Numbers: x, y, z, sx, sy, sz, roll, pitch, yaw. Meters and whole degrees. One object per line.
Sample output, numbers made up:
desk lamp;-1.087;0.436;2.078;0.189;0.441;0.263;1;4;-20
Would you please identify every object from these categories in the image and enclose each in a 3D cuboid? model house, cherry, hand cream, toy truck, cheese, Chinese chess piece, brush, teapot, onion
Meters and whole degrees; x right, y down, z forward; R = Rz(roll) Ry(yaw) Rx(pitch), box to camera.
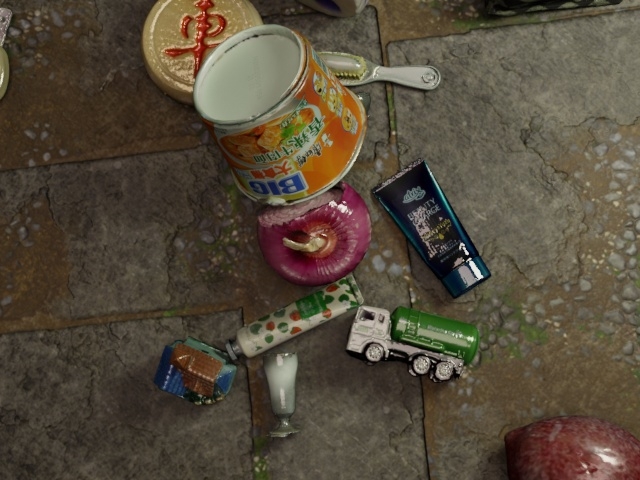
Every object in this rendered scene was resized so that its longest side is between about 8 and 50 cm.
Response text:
model house;-0.244;0.249;1.669;0.148;0.148;0.119;23;87;8
cherry;0.461;0.423;1.585;0.300;0.203;0.230;26;88;20
hand cream;-0.051;0.151;1.708;0.276;0.095;0.059;-27;127;1
toy truck;0.172;0.190;1.676;0.243;0.101;0.125;13;80;2
cheese;-0.666;-0.380;1.816;0.097;0.037;0.192;16;86;4
hand cream;0.219;-0.021;1.723;0.120;0.061;0.270;-33;75;5
Chinese chess piece;-0.230;-0.386;1.761;0.251;0.097;0.250;0;85;4
brush;0.089;-0.337;1.755;0.297;0.060;0.068;5;82;4
teapot;0.059;-0.258;1.753;0.088;0.066;0.057;-6;101;25
onion;-0.004;-0.004;1.673;0.207;0.200;0.200;-41;83;-22

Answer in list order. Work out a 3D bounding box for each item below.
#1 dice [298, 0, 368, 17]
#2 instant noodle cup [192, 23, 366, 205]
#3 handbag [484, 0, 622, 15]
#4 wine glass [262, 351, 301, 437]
dice;0.015;-0.598;1.691;0.243;0.251;0.259;25;86;5
instant noodle cup;-0.084;-0.240;1.621;0.296;0.214;0.296;-13;54;19
handbag;0.447;-0.662;1.724;0.317;0.180;0.416;-7;79;-6
wine glass;-0.073;0.291;1.693;0.072;0.072;0.155;-4;85;3
